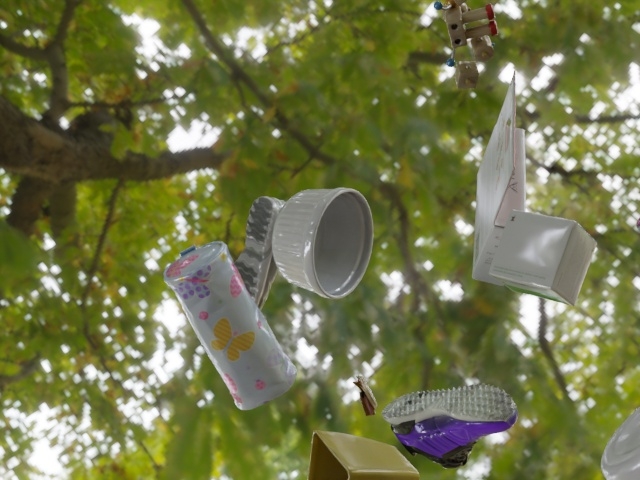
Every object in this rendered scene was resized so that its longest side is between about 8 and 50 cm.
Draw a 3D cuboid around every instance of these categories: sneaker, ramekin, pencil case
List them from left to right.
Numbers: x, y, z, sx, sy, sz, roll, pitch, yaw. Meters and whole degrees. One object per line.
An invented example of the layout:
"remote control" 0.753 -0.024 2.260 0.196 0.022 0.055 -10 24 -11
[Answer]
"pencil case" -0.141 0.135 1.588 0.114 0.124 0.273 -26 -71 6
"sneaker" -0.101 0.045 2.007 0.115 0.105 0.281 -2 -56 -40
"ramekin" 0.000 0.000 1.863 0.207 0.109 0.207 -18 -68 -53
"sneaker" 0.263 0.362 1.892 0.293 0.146 0.102 -11 19 45

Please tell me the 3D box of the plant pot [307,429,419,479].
"plant pot" 0.096 0.546 2.168 0.187 0.212 0.212 2 -76 -22

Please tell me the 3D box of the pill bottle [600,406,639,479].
"pill bottle" 0.712 0.463 1.740 0.229 0.408 0.229 -47 -2 -2

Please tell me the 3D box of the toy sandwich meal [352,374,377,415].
"toy sandwich meal" 0.088 0.312 2.007 0.029 0.085 0.085 -28 -28 2

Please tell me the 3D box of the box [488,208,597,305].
"box" 0.305 0.023 1.368 0.087 0.101 0.101 32 -104 -49

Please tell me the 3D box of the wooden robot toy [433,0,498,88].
"wooden robot toy" 0.195 -0.294 1.345 0.076 0.079 0.173 -13 -46 8

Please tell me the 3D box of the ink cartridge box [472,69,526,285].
"ink cartridge box" 0.308 -0.105 1.634 0.275 0.060 0.238 -78 1 -47

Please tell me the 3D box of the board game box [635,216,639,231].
"board game box" 0.674 -0.112 1.638 0.224 0.097 0.303 -30 12 48
